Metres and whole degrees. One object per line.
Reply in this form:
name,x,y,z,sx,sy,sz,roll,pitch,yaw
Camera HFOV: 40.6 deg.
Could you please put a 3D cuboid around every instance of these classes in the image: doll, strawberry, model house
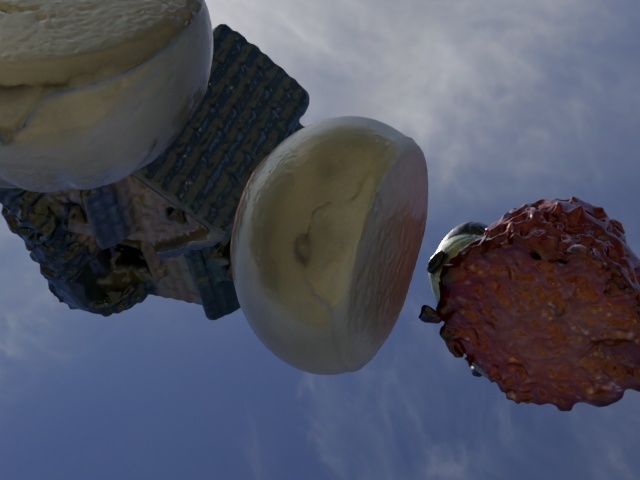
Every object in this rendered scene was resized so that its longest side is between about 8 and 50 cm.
doll,0.230,0.086,1.176,0.135,0.234,0.143,-32,-156,-14
strawberry,0.242,0.050,0.893,0.234,0.233,0.178,15,-138,24
model house,-0.223,-0.072,1.407,0.400,0.445,0.395,11,-132,16

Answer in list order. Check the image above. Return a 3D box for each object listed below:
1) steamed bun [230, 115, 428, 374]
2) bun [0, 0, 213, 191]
steamed bun,0.000,0.000,0.951,0.177,0.283,0.283,15,-118,21
bun,-0.112,-0.065,0.382,0.138,0.094,0.138,-2,-137,2
